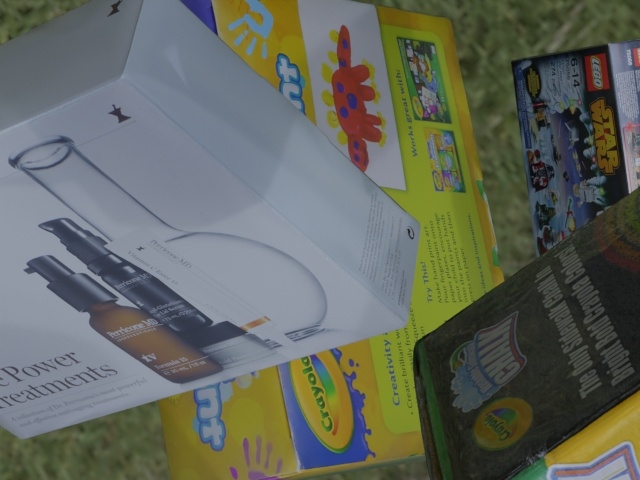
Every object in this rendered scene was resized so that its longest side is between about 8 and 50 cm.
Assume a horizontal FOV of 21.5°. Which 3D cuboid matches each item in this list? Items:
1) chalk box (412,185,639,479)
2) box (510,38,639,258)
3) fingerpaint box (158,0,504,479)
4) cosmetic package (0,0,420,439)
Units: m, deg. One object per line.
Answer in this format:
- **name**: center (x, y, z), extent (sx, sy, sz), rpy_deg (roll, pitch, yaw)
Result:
- **chalk box**: center (0.117, 0.072, 0.540), extent (0.213, 0.132, 0.132), rpy_deg (-37, 106, 12)
- **box**: center (0.140, -0.031, 0.865), extent (0.027, 0.137, 0.094), rpy_deg (-10, -176, -25)
- **fingerpaint box**: center (0.000, 0.000, 1.614), extent (0.163, 0.445, 0.371), rpy_deg (-19, 168, 38)
- **cosmetic package**: center (-0.166, -0.001, 1.153), extent (0.377, 0.097, 0.284), rpy_deg (-19, 133, 34)
